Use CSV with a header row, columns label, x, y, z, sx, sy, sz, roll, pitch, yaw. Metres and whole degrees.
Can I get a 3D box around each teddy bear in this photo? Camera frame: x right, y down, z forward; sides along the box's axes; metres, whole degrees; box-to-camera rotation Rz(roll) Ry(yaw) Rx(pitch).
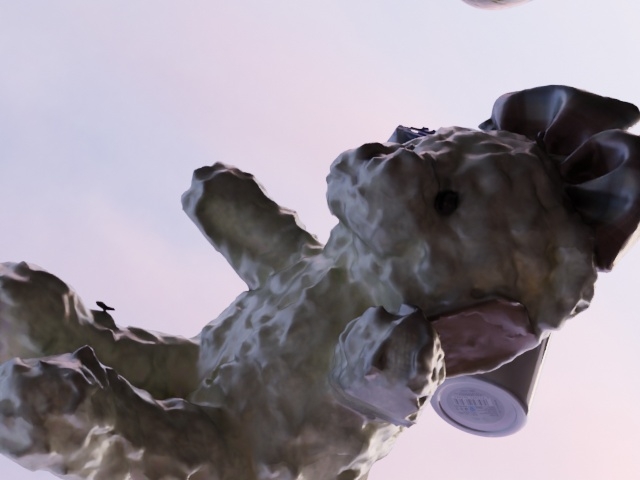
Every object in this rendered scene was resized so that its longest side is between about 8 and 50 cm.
label,x,y,z,sx,sy,sz,roll,pitch,yaw
teddy bear,0.000,0.000,1.100,0.375,0.362,0.327,24,-165,-29

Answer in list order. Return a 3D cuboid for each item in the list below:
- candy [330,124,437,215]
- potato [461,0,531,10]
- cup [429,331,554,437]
label,x,y,z,sx,sy,sz,roll,pitch,yaw
candy,0.081,-0.059,1.603,0.088,0.136,0.038,21,-145,-27
potato,0.172,-0.295,1.529,0.157,0.157,0.194,48,-168,8
cup,0.148,0.099,1.542,0.136,0.099,0.133,28,-127,-7
